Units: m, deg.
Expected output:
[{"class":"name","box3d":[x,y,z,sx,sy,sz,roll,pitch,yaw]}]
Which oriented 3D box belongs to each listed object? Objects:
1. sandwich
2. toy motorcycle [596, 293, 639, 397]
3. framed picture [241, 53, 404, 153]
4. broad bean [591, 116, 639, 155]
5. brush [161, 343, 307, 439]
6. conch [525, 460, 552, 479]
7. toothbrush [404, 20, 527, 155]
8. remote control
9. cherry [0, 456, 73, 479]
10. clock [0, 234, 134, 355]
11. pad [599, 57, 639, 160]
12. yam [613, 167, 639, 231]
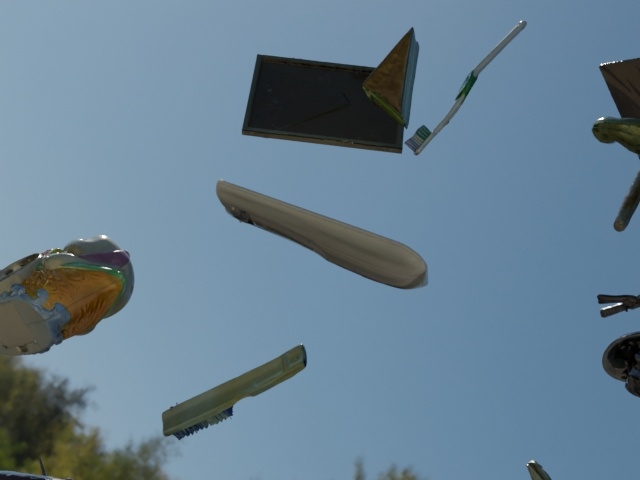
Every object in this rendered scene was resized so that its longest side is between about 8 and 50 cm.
[{"class":"sandwich","box3d":[0.130,-0.237,1.658,0.074,0.116,0.074,39,-2,20]},{"class":"toy motorcycle","box3d":[0.448,0.106,1.143,0.213,0.358,0.125,-96,-168,-60]},{"class":"framed picture","box3d":[0.012,-0.216,1.777,0.249,0.184,0.016,6,-41,1]},{"class":"broad bean","box3d":[0.447,-0.118,1.430,0.213,0.048,0.070,17,10,13]},{"class":"brush","box3d":[-0.082,0.154,1.123,0.178,0.033,0.030,-28,-57,21]},{"class":"conch","box3d":[0.413,0.501,1.947,0.234,0.114,0.137,40,6,13]},{"class":"toothbrush","box3d":[0.227,-0.236,1.723,0.030,0.304,0.030,35,-24,18]},{"class":"remote control","box3d":[0.000,0.000,1.566,0.313,0.055,0.109,20,-12,12]},{"class":"cherry","box3d":[-0.263,0.347,1.067,0.261,0.307,0.221,17,-49,-27]},{"class":"clock","box3d":[-0.293,0.058,1.265,0.231,0.144,0.103,-10,-65,42]},{"class":"pad","box3d":[0.504,-0.106,1.583,0.330,0.004,0.220,63,-11,-9]},{"class":"yam","box3d":[0.396,-0.052,1.444,0.021,0.116,0.021,21,-38,17]}]
